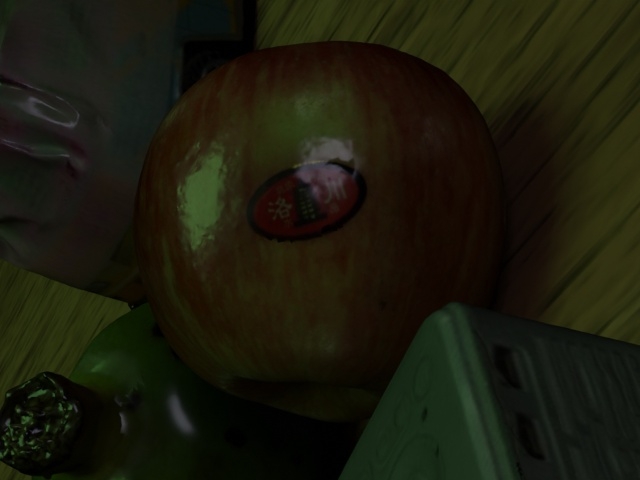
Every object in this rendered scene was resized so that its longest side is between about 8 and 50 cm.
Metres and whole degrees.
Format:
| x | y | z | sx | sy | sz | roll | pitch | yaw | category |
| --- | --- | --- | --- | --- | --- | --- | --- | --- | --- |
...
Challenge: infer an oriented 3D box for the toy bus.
| x | y | z | sx | sy | sz | roll | pitch | yaw | category |
| --- | --- | --- | --- | --- | --- | --- | --- | --- | --- |
| -0.140 | -0.146 | 1.184 | 0.171 | 0.162 | 0.386 | 127 | 149 | -48 | toy bus |

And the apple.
| x | y | z | sx | sy | sz | roll | pitch | yaw | category |
| --- | --- | --- | --- | --- | --- | --- | --- | --- | --- |
| 0.000 | 0.000 | 0.727 | 0.146 | 0.146 | 0.131 | 144 | 126 | -63 | apple |

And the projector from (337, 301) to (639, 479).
| x | y | z | sx | sy | sz | roll | pitch | yaw | category |
| --- | --- | --- | --- | --- | --- | --- | --- | --- | --- |
| 0.042 | 0.175 | 0.553 | 0.192 | 0.099 | 0.257 | -101 | 30 | -52 | projector |

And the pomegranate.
| x | y | z | sx | sy | sz | roll | pitch | yaw | category |
| --- | --- | --- | --- | --- | --- | --- | --- | --- | --- |
| -0.060 | 0.093 | 0.841 | 0.143 | 0.122 | 0.169 | -65 | -15 | -1 | pomegranate |
